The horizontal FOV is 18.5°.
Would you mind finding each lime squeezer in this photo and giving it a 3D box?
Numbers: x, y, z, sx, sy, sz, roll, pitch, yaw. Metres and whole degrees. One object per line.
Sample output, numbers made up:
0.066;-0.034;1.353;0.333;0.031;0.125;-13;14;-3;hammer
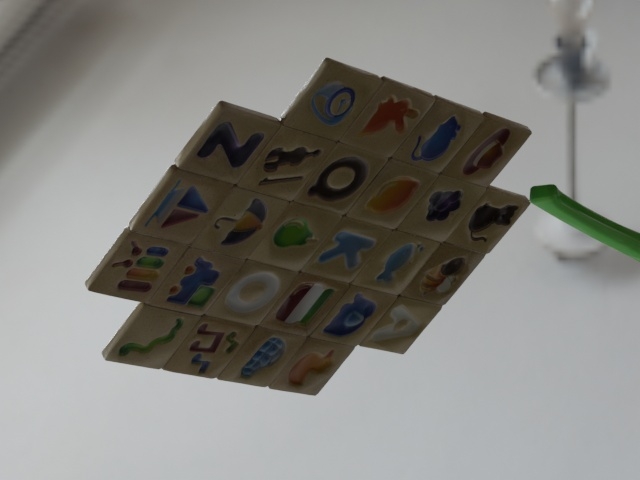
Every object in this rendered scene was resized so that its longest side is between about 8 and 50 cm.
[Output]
0.250;0.056;1.393;0.110;0.310;0.059;-20;-132;13;lime squeezer

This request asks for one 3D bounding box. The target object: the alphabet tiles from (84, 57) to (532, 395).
0.000;0.000;1.457;0.342;0.285;0.011;14;-149;-46;alphabet tiles
